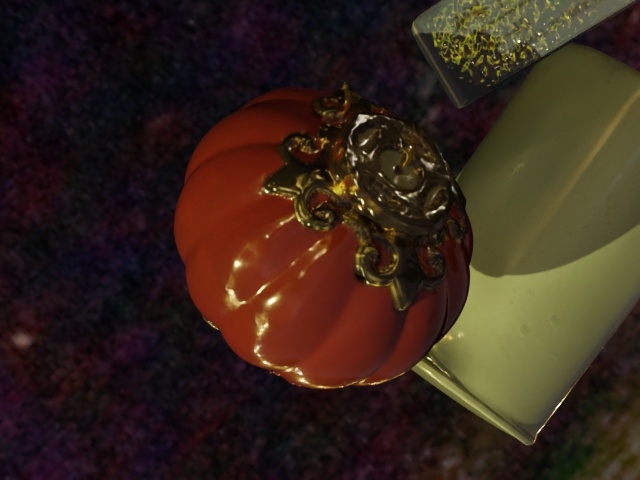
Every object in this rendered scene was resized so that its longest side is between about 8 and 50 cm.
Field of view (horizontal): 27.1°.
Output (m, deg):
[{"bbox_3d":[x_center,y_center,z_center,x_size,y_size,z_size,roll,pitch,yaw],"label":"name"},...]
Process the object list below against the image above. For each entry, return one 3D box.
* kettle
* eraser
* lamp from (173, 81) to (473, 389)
[{"bbox_3d":[0.197,0.006,1.227,0.318,0.205,0.265,-55,-172,-3],"label":"kettle"},{"bbox_3d":[0.171,-0.186,1.016,0.225,0.082,0.036,-30,177,26],"label":"eraser"},{"bbox_3d":[0.000,0.000,0.961,0.227,0.227,0.227,-41,158,-21],"label":"lamp"}]
